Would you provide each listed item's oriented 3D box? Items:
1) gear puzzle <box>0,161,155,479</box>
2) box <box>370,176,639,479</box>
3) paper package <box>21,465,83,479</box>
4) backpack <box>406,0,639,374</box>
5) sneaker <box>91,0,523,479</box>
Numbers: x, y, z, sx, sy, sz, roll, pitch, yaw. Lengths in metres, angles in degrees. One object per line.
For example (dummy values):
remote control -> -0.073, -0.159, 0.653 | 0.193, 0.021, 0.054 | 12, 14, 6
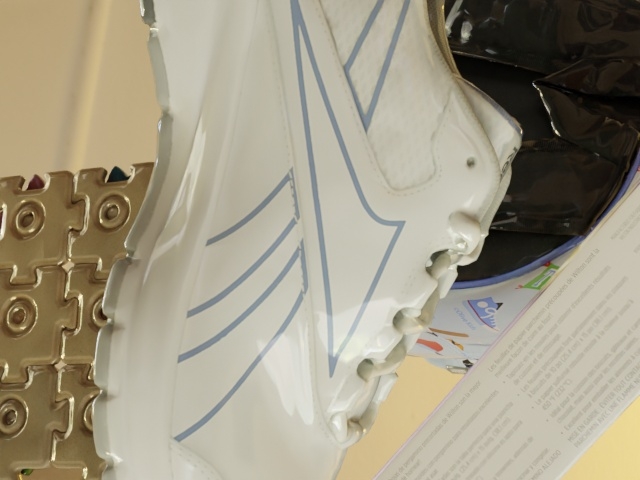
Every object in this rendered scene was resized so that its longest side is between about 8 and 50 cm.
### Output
gear puzzle -> -0.190, 0.107, 0.972 | 0.175, 0.044, 0.339 | -5, -107, 22
box -> 0.108, 0.063, 0.580 | 0.067, 0.063, 0.324 | 41, -74, 10
paper package -> -0.242, 0.350, 1.154 | 0.168, 0.325, 0.309 | -34, -155, 39
backpack -> 0.116, -0.034, 0.772 | 0.263, 0.213, 0.276 | -2, -118, 51
sneaker -> 0.000, 0.000, 0.425 | 0.129, 0.111, 0.297 | 5, -88, 8
